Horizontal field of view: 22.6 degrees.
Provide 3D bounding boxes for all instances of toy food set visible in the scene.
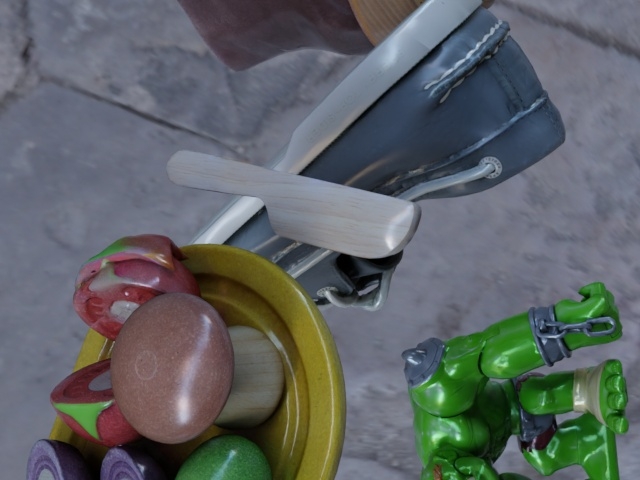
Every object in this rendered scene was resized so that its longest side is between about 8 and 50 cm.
[{"bbox_3d":[-0.063,0.067,0.578,0.128,0.071,0.218,23,97,33],"label":"toy food set"}]

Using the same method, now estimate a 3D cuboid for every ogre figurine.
[{"bbox_3d":[0.109,0.106,0.900,0.118,0.197,0.097,-5,63,5],"label":"ogre figurine"}]

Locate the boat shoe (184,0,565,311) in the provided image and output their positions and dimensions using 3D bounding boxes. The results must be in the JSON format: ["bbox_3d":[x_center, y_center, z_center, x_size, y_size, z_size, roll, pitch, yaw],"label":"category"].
[{"bbox_3d":[0.000,0.000,0.829,0.099,0.116,0.319,43,129,-2],"label":"boat shoe"}]

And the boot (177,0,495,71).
[{"bbox_3d":[-0.039,-0.193,0.859,0.207,0.248,0.090,-5,42,42],"label":"boot"}]
